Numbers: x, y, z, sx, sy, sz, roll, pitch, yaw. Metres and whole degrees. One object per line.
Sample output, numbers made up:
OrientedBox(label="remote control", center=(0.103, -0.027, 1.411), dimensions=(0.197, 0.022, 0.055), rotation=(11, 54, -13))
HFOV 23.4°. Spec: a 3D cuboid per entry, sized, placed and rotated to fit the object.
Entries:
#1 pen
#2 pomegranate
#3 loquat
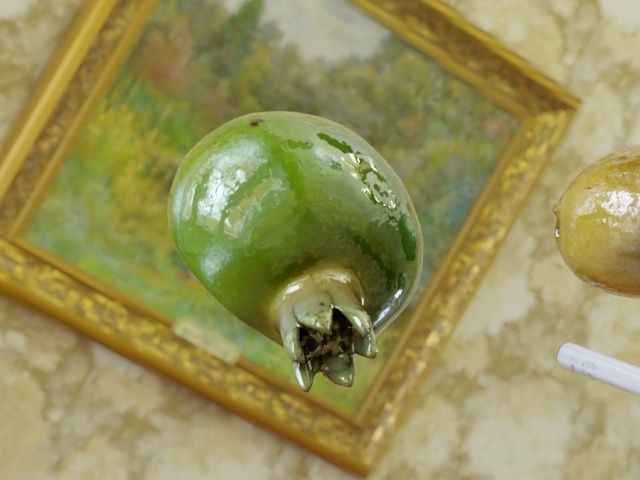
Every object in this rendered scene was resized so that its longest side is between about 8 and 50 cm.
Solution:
OrientedBox(label="pen", center=(0.338, 0.150, 1.591), dimensions=(0.033, 0.033, 0.269), rotation=(32, -7, -33))
OrientedBox(label="pomegranate", center=(0.000, 0.000, 1.695), dimensions=(0.310, 0.216, 0.358), rotation=(38, 14, -35))
OrientedBox(label="loquat", center=(0.400, -0.024, 1.882), dimensions=(0.238, 0.193, 0.238), rotation=(3, -2, 0))
